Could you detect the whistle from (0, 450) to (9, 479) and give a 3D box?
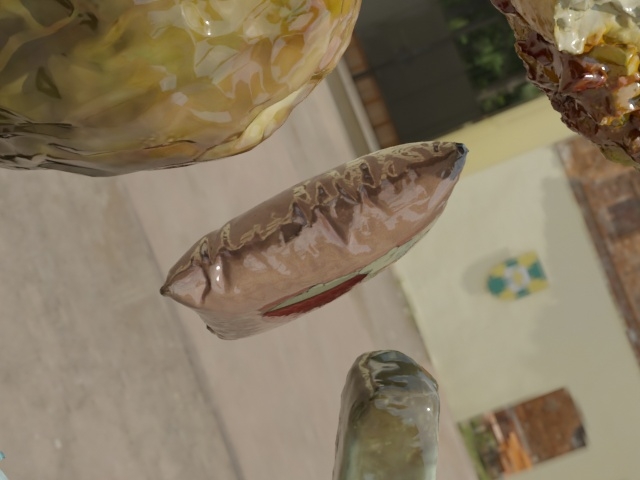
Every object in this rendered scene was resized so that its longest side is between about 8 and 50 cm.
[{"bbox_3d":[-0.300,0.177,1.034,0.274,0.093,0.186,57,-5,-25],"label":"whistle"}]

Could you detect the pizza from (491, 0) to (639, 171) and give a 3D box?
[{"bbox_3d":[0.181,-0.095,0.811,0.229,0.081,0.289,46,9,-2],"label":"pizza"}]

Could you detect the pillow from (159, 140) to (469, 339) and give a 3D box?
[{"bbox_3d":[0.000,0.000,0.994,0.084,0.236,0.223,59,-5,7],"label":"pillow"}]

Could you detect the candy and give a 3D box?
[{"bbox_3d":[0.063,0.235,1.370,0.104,0.102,0.234,-91,-172,-67],"label":"candy"}]

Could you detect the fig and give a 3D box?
[{"bbox_3d":[-0.164,-0.111,0.615,0.286,0.368,0.286,44,-12,12],"label":"fig"}]
